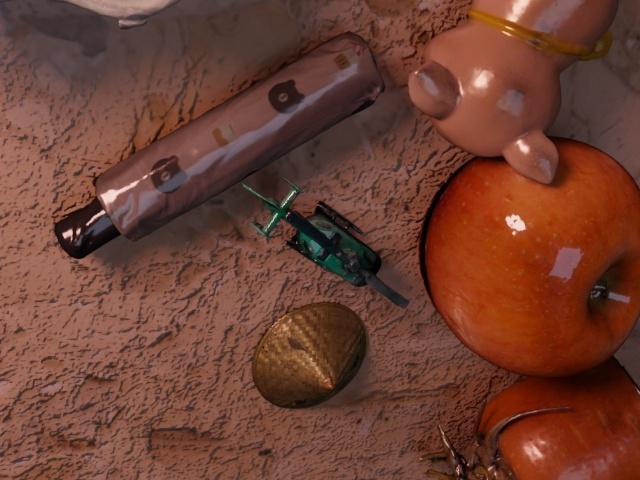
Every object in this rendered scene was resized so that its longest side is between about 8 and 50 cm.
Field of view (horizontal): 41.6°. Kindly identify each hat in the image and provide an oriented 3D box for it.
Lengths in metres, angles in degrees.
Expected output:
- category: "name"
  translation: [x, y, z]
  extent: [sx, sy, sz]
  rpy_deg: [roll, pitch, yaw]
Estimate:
- category: "hat"
  translation: [0.000, 0.148, 0.951]
  extent: [0.146, 0.067, 0.146]
  rpy_deg: [-11, 120, -20]

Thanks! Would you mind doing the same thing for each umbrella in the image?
- category: "umbrella"
  translation: [-0.093, -0.085, 0.785]
  extent: [0.337, 0.067, 0.073]
  rpy_deg: [-31, 114, -6]

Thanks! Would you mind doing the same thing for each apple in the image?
- category: "apple"
  translation: [0.243, 0.021, 0.916]
  extent: [0.252, 0.206, 0.271]
  rpy_deg: [-10, 118, -24]

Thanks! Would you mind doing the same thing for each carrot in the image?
- category: "carrot"
  translation: [0.303, 0.264, 1.074]
  extent: [0.331, 0.193, 0.214]
  rpy_deg: [-28, 161, -5]

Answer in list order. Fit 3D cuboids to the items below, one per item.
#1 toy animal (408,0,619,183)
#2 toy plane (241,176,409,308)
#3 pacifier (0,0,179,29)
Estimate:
- category: "toy animal"
  translation: [0.199, -0.195, 0.818]
  extent: [0.165, 0.149, 0.248]
  rpy_deg: [28, 87, 1]
- category: "toy plane"
  translation: [0.000, 0.000, 0.852]
  extent: [0.060, 0.096, 0.235]
  rpy_deg: [-50, 129, 6]
- category: "pacifier"
  translation: [-0.199, -0.280, 0.520]
  extent: [0.343, 0.269, 0.288]
  rpy_deg: [-13, 96, -23]
